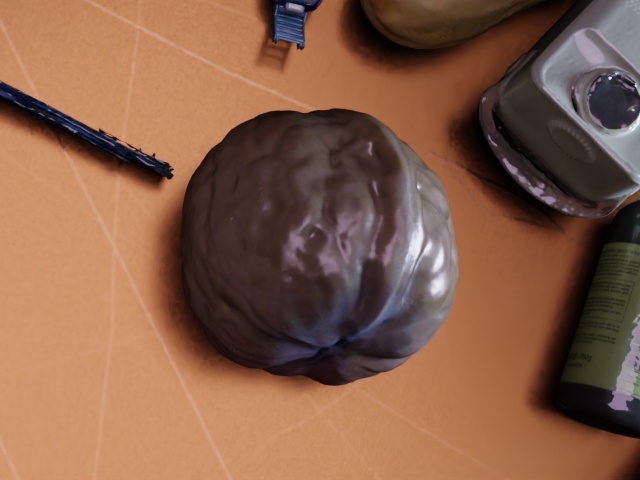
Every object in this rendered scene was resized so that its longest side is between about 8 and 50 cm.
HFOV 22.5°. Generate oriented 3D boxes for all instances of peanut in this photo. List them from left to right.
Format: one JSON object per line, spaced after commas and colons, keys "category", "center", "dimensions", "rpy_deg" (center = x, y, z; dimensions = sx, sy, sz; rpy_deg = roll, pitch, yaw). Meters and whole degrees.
{"category": "peanut", "center": [0.179, -0.288, 1.513], "dimensions": [0.319, 0.147, 0.147], "rpy_deg": [-26, 89, -12]}

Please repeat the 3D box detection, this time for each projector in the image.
{"category": "projector", "center": [0.271, -0.142, 1.493], "dimensions": [0.163, 0.177, 0.242], "rpy_deg": [45, 77, -2]}

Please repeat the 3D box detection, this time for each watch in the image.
{"category": "watch", "center": [-0.208, -0.231, 1.457], "dimensions": [0.275, 0.068, 0.276], "rpy_deg": [24, 77, -7]}

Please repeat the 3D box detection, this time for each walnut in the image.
{"category": "walnut", "center": [-0.001, 0.001, 1.393], "dimensions": [0.248, 0.248, 0.248], "rpy_deg": [2, 82, -12]}

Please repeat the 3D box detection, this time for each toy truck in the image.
{"category": "toy truck", "center": [-0.024, -0.219, 1.491], "dimensions": [0.056, 0.073, 0.090], "rpy_deg": [12, 79, -10]}

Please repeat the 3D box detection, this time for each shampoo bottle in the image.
{"category": "shampoo bottle", "center": [0.308, 0.040, 1.514], "dimensions": [0.101, 0.101, 0.283], "rpy_deg": [21, 79, -9]}
